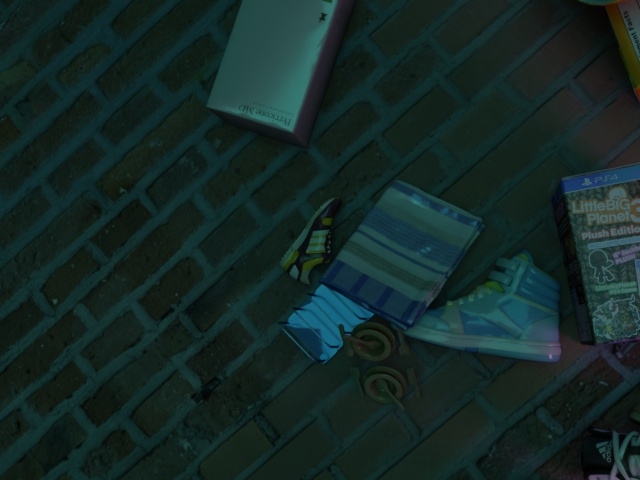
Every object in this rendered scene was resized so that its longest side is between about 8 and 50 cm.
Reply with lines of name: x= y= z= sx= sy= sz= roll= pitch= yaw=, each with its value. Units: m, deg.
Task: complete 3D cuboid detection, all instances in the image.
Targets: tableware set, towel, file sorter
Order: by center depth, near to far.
tableware set: x=0.107 y=0.238 z=1.681 sx=0.128 sy=0.039 sz=0.194 roll=-4 pitch=122 yaw=21
towel: x=0.156 y=0.019 z=1.693 sx=0.209 sy=0.034 sz=0.285 roll=28 pitch=62 yaw=20
file sorter: x=0.018 y=0.143 z=1.741 sx=0.170 sy=0.104 sz=0.118 roll=-46 pitch=78 yaw=3

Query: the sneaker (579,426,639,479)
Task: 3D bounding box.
sneaker: x=0.551 y=0.371 z=1.448 sx=0.258 sy=0.447 sz=0.169 roll=5 pitch=65 yaw=18

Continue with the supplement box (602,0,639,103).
supplement box: x=0.705 y=-0.403 z=1.580 sx=0.357 sy=0.195 sz=0.194 roll=-21 pitch=80 yaw=22

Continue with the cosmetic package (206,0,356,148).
cosmetic package: x=-0.068 y=-0.393 z=1.791 sx=0.197 sy=0.155 sz=0.365 roll=17 pitch=86 yaw=10

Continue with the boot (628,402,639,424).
boot: x=0.698 y=0.265 z=1.596 sx=0.262 sy=0.095 sz=0.203 roll=11 pitch=87 yaw=11

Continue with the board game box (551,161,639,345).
board game box: x=0.516 y=0.034 z=1.588 sx=0.141 sy=0.232 sz=0.290 roll=-11 pitch=82 yaw=9

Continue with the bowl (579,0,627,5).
bowl: x=0.532 y=-0.534 z=1.483 sx=0.156 sy=0.289 sz=0.289 roll=-4 pitch=81 yaw=-29

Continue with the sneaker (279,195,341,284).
sneaker: x=0.000 y=0.000 z=1.784 sx=0.084 sy=0.069 sz=0.185 roll=37 pitch=98 yaw=4

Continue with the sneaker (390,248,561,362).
sneaker: x=0.300 y=0.108 z=1.682 sx=0.319 sy=0.127 sz=0.208 roll=9 pitch=86 yaw=4
